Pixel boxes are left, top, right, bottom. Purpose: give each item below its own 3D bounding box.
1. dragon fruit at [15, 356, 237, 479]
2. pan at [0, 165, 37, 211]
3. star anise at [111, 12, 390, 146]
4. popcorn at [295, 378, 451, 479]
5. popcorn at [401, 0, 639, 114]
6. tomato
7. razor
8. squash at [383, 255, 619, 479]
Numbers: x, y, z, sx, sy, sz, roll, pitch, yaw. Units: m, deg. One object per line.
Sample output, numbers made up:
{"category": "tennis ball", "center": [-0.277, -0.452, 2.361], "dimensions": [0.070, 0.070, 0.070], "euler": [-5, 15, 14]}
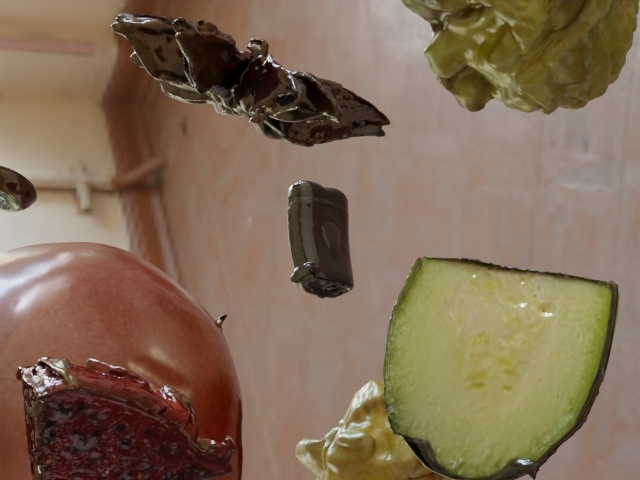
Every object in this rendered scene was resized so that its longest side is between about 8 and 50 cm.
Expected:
{"category": "dragon fruit", "center": [-0.114, 0.105, 0.763], "dimensions": [0.063, 0.131, 0.097], "euler": [45, 128, 53]}
{"category": "pan", "center": [-0.345, -0.068, 1.380], "dimensions": [0.115, 0.068, 0.023], "euler": [65, -143, -45]}
{"category": "star anise", "center": [-0.068, -0.155, 1.277], "dimensions": [0.088, 0.288, 0.288], "euler": [-66, 26, 1]}
{"category": "popcorn", "center": [0.087, 0.253, 1.438], "dimensions": [0.253, 0.191, 0.190], "euler": [121, 144, -57]}
{"category": "popcorn", "center": [0.180, -0.227, 1.199], "dimensions": [0.251, 0.237, 0.206], "euler": [-43, 24, 35]}
{"category": "tomato", "center": [-0.221, 0.163, 0.995], "dimensions": [0.341, 0.272, 0.342], "euler": [-4, 83, 29]}
{"category": "razor", "center": [0.000, 0.000, 1.669], "dimensions": [0.054, 0.090, 0.148], "euler": [-34, 52, 45]}
{"category": "squash", "center": [0.148, 0.117, 1.085], "dimensions": [0.191, 0.085, 0.184], "euler": [9, 73, 29]}
